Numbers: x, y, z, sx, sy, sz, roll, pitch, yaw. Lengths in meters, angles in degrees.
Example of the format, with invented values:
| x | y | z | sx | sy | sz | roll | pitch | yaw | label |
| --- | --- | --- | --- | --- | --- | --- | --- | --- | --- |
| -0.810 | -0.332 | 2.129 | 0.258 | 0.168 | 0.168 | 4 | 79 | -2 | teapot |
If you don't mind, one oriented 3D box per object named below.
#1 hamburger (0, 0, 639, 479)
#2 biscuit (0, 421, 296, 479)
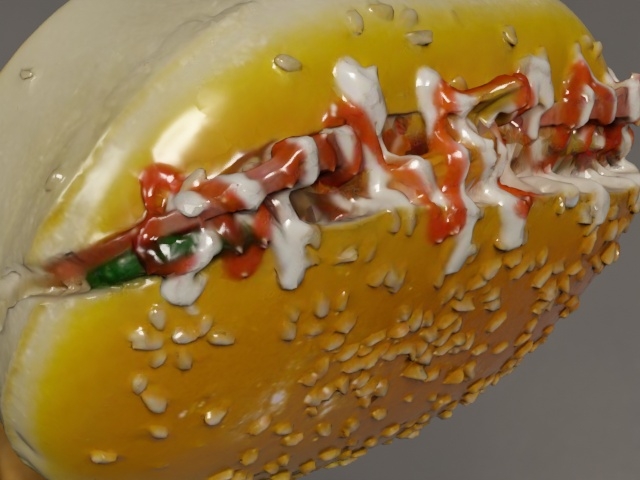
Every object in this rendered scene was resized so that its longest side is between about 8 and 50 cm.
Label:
| x | y | z | sx | sy | sz | roll | pitch | yaw | label |
| --- | --- | --- | --- | --- | --- | --- | --- | --- | --- |
| 0.000 | 0.000 | 0.587 | 0.295 | 0.151 | 0.227 | -15 | 137 | -48 | hamburger |
| -0.151 | 0.132 | 0.944 | 0.365 | 0.062 | 0.385 | 44 | 35 | -21 | biscuit |
